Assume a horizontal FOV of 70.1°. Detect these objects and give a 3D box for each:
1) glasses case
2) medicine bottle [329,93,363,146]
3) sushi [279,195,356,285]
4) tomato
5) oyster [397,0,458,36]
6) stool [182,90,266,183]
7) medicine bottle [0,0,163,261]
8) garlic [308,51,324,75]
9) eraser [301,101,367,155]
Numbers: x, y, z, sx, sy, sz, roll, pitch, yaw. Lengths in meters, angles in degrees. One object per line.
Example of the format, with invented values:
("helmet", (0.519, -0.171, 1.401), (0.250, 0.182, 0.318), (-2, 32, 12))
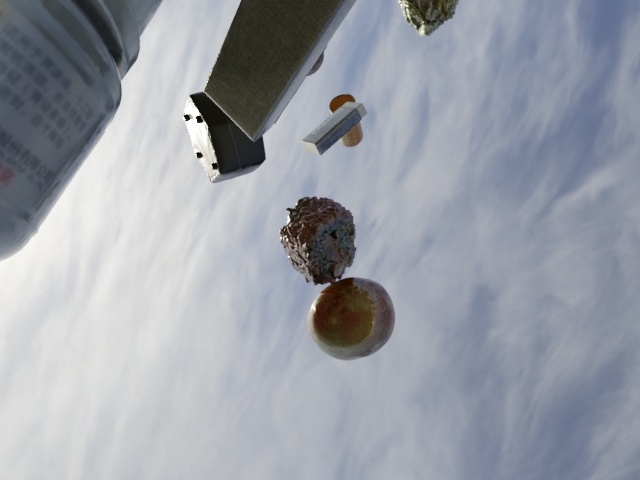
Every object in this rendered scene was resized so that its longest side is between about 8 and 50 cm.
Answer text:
("glasses case", (-0.029, -0.170, 0.367), (0.071, 0.047, 0.205), (45, -38, -4))
("medicine bottle", (0.096, -0.431, 1.659), (0.096, 0.192, 0.096), (-6, -116, 12))
("sushi", (0.000, 0.000, 1.417), (0.171, 0.270, 0.236), (25, -127, 37))
("tomato", (0.097, 0.245, 1.367), (0.270, 0.270, 0.223), (-43, -123, 21))
("oyster", (0.304, -0.691, 1.309), (0.198, 0.112, 0.268), (35, -119, 17))
("stool", (-0.241, -0.261, 1.138), (0.232, 0.141, 0.232), (47, -30, 38))
("medicine bottle", (-0.274, -0.162, 0.345), (0.245, 0.245, 0.306), (10, -113, 36))
("garlic", (-0.090, -0.495, 1.108), (0.245, 0.160, 0.245), (-22, -124, 35))
("eraser", (0.042, -0.352, 1.427), (0.212, 0.046, 0.092), (-44, -145, -13))
